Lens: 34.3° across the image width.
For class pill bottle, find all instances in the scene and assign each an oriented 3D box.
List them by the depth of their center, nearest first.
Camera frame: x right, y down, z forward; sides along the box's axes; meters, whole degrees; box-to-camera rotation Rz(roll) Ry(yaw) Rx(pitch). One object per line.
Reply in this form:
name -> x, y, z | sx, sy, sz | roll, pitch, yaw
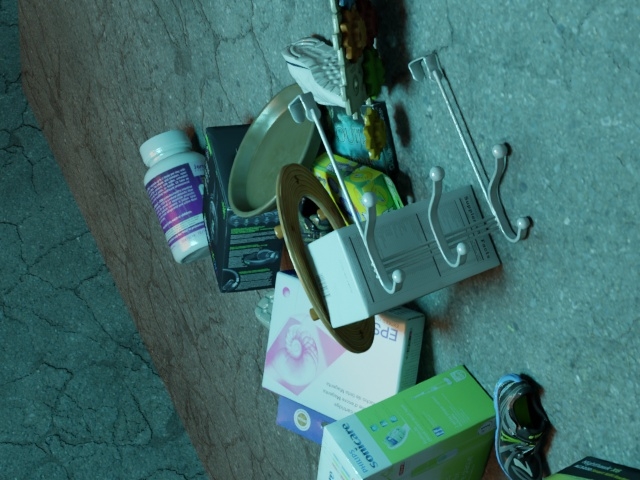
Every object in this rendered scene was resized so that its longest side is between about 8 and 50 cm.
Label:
pill bottle -> -0.328, -0.110, 2.527 | 0.302, 0.169, 0.169 | 66, 156, 9

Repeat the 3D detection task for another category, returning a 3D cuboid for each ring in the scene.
ring -> 0.005, 0.031, 1.717 | 0.337, 0.032, 0.337 | 56, -159, -34

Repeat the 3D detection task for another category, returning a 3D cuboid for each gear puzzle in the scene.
gear puzzle -> 0.070, -0.282, 1.611 | 0.044, 0.175, 0.339 | -1, 113, 19

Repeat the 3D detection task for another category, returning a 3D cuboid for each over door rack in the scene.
over door rack -> 0.130, -0.113, 1.471 | 0.324, 0.239, 0.108 | 63, 156, 14

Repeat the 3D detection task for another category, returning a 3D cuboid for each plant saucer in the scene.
plant saucer -> -0.081, -0.164, 1.944 | 0.278, 0.041, 0.278 | -38, 37, 37

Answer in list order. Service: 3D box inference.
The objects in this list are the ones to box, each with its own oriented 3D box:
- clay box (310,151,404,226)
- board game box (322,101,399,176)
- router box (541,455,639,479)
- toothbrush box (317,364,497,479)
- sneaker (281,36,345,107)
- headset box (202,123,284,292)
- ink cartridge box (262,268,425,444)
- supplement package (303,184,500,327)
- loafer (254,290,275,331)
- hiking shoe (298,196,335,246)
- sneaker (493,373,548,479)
clay box -> 0.071, -0.072, 1.817 | 0.222, 0.053, 0.127 | 29, 150, 57
board game box -> 0.067, -0.181, 1.813 | 0.186, 0.026, 0.126 | 14, 121, 62
router box -> 0.366, 0.387, 1.344 | 0.309, 0.242, 0.081 | -2, 106, 64
toothbrush box -> 0.144, 0.360, 1.740 | 0.122, 0.283, 0.206 | 51, 149, 37
sneaker -> 0.019, -0.275, 1.798 | 0.235, 0.090, 0.095 | 47, 159, 50
headset box -> -0.163, -0.075, 2.181 | 0.283, 0.131, 0.246 | 101, 158, -48
ink cartridge box -> 0.030, 0.252, 1.941 | 0.324, 0.071, 0.330 | 17, 104, 39
supplement package -> 0.124, 0.024, 1.580 | 0.134, 0.244, 0.139 | -27, 82, 65
loafer -> -0.021, 0.209, 2.219 | 0.111, 0.112, 0.319 | 43, 177, -41
hiking shoe -> 0.000, 0.000, 2.016 | 0.227, 0.086, 0.114 | 61, 157, 23
sneaker -> 0.312, 0.301, 1.604 | 0.078, 0.067, 0.188 | -155, 53, -66
